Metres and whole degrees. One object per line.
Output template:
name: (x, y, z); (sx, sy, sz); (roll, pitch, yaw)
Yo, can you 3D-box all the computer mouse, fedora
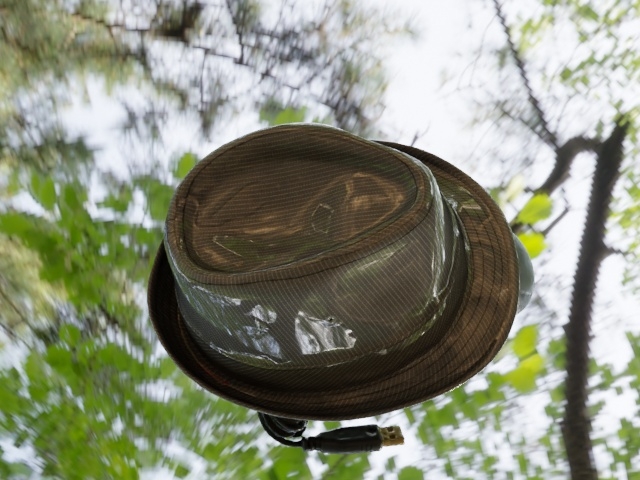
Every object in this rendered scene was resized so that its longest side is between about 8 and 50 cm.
computer mouse: (0.062, 0.067, 1.211); (0.262, 0.060, 0.184); (-6, -111, -16)
fedora: (0.000, 0.000, 1.113); (0.275, 0.124, 0.244); (-1, -122, 11)
